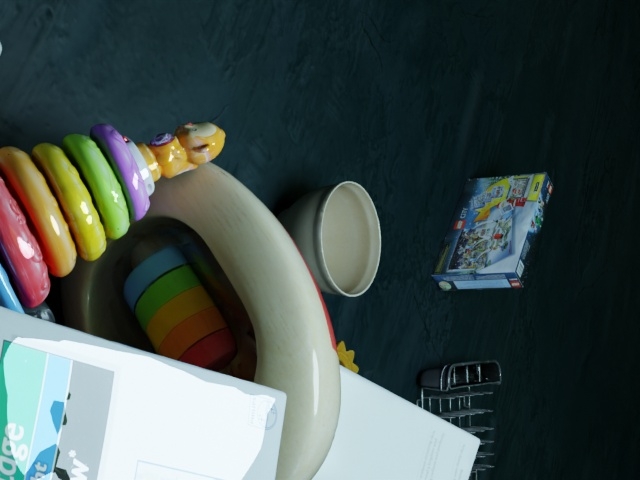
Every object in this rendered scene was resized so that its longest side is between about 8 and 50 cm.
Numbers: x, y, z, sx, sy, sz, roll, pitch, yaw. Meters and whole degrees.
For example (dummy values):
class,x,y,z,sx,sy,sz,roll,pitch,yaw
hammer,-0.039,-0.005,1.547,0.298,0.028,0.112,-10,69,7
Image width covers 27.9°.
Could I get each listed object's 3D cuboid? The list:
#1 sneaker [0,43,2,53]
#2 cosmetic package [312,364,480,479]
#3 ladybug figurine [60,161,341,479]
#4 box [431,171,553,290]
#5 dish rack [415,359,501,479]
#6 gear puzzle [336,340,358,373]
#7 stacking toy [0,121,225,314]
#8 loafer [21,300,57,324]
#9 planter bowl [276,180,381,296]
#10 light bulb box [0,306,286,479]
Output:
class,x,y,z,sx,sy,sz,roll,pitch,yaw
sneaker,-0.378,-0.232,1.284,0.131,0.112,0.296,31,63,-72
cosmetic package,-0.007,0.272,1.620,0.385,0.156,0.217,31,69,-26
ladybug figurine,-0.123,0.091,1.400,0.162,0.305,0.449,12,43,-56
box,0.304,-0.016,2.257,0.044,0.159,0.233,55,45,-37
dish rack,0.239,0.343,2.211,0.208,0.074,0.271,4,85,-56
gear puzzle,0.028,0.305,1.785,0.175,0.044,0.338,-20,104,-47
stacking toy,-0.231,-0.052,1.298,0.302,0.175,0.165,-27,116,-16
loafer,-0.303,0.157,1.390,0.078,0.076,0.223,-25,121,-17
planter bowl,0.000,0.000,1.828,0.162,0.109,0.162,6,82,-56
light bulb box,-0.287,0.202,1.095,0.361,0.358,0.225,24,67,-44
